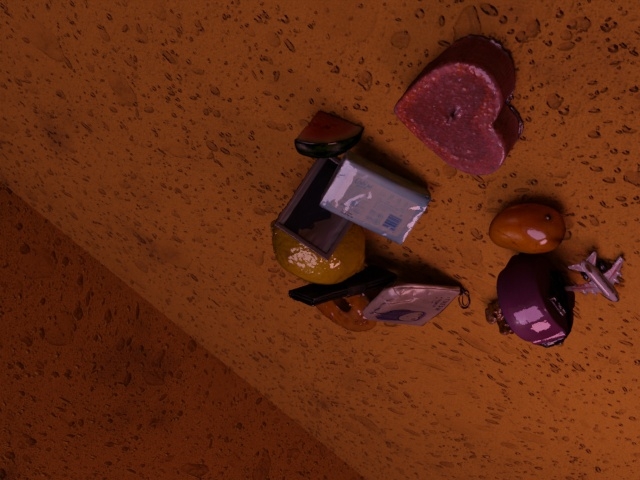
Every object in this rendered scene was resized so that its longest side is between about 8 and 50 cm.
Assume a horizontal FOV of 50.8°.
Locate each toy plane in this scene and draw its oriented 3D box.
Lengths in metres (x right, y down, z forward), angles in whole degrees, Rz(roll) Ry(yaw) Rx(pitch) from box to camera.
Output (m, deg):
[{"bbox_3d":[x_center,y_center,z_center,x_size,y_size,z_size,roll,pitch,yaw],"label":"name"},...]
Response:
[{"bbox_3d":[0.719,0.100,1.737,0.162,0.065,0.171,-36,121,28],"label":"toy plane"}]

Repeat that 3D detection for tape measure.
[{"bbox_3d":[0.576,0.146,1.781,0.149,0.245,0.231,-23,120,35],"label":"tape measure"}]

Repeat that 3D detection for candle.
[{"bbox_3d":[0.302,-0.301,1.539,0.287,0.131,0.317,17,143,29],"label":"candle"}]

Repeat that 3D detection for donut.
[{"bbox_3d":[0.092,0.195,2.375,0.278,0.108,0.277,22,145,16],"label":"donut"}]

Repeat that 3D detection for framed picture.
[{"bbox_3d":[0.015,-0.102,1.941,0.192,0.265,0.018,33,176,2],"label":"framed picture"}]

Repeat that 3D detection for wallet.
[{"bbox_3d":[0.072,0.140,2.136,0.169,0.317,0.044,15,115,61],"label":"wallet"},{"bbox_3d":[0.295,0.211,2.176,0.275,0.068,0.335,10,151,-15],"label":"wallet"}]

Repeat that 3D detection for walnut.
[{"bbox_3d":[0.578,0.235,2.044,0.143,0.069,0.170,39,144,-4],"label":"walnut"}]

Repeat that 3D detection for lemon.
[{"bbox_3d":[0.000,0.000,2.072,0.322,0.268,0.268,19,148,-7],"label":"lemon"}]

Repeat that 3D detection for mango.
[{"bbox_3d":[0.517,-0.026,1.718,0.145,0.112,0.219,45,150,-23],"label":"mango"}]

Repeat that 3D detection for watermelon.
[{"bbox_3d":[0.013,-0.266,1.855,0.193,0.137,0.145,-9,145,-12],"label":"watermelon"}]

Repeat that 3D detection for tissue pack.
[{"bbox_3d":[0.150,-0.119,1.861,0.263,0.089,0.177,25,122,-8],"label":"tissue pack"}]
